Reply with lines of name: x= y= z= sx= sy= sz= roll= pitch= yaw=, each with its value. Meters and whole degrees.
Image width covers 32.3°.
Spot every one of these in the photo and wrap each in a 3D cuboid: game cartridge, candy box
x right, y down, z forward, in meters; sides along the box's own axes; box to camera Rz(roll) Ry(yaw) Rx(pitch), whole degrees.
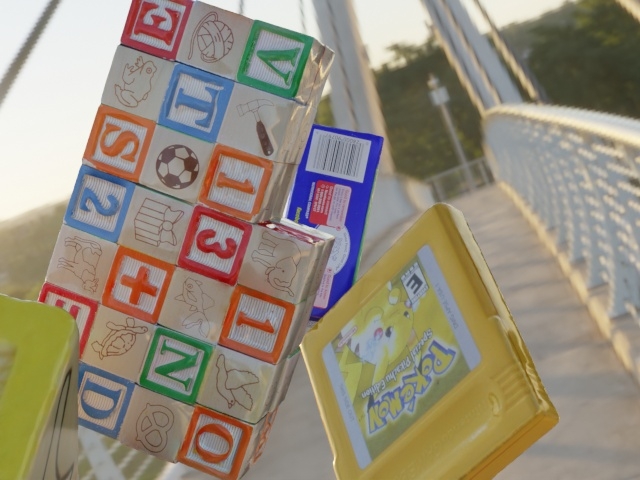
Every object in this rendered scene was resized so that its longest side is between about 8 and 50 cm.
game cartridge: x=0.106 y=0.158 z=1.274 sx=0.285 sy=0.052 sz=0.324 roll=-47 pitch=38 yaw=26
candy box: x=0.000 y=0.000 z=1.623 sx=0.122 sy=0.268 sz=0.317 roll=12 pitch=-9 yaw=-2

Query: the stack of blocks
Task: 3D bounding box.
stack of blocks: x=-0.081 y=-0.006 z=0.768 sx=0.171 sy=0.297 sz=0.087 roll=19 pitch=5 yaw=8

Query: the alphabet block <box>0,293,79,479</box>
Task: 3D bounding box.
alphabet block: x=-0.247 y=0.147 z=0.608 sx=0.193 sy=0.197 sz=0.192 roll=11 pitch=49 yaw=-4
